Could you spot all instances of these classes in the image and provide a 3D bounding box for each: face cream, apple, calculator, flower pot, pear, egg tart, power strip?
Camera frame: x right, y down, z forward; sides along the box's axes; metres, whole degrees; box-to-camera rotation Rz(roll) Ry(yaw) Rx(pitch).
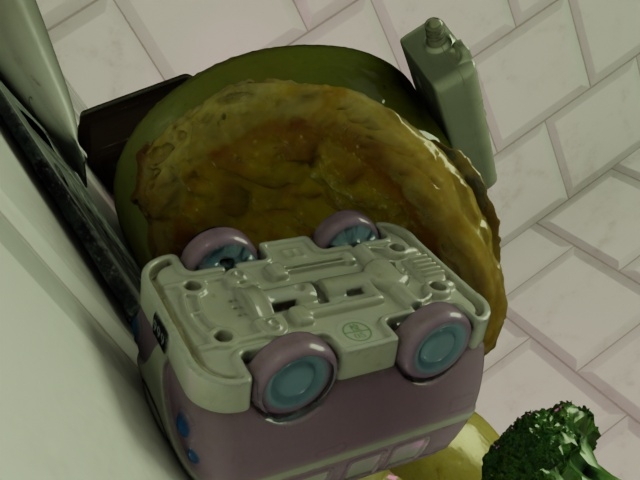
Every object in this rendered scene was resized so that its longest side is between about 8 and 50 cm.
[{"bbox_3d":[-0.319,-0.208,0.783,0.314,0.089,0.143,60,-20,-1],"label":"face cream"},{"bbox_3d":[-0.033,-0.040,0.978,0.474,0.473,0.473,54,-7,10],"label":"apple"},{"bbox_3d":[-0.205,-0.023,0.645,0.262,0.021,0.161,54,-8,13],"label":"calculator"},{"bbox_3d":[-0.255,-0.143,1.166,0.084,0.250,0.179,-96,165,-44],"label":"flower pot"},{"bbox_3d":[0.154,0.384,1.206,0.309,0.309,0.309,54,-7,10],"label":"pear"},{"bbox_3d":[0.004,0.000,0.647,0.341,0.129,0.341,14,-49,17],"label":"egg tart"},{"bbox_3d":[0.169,-0.163,0.949,0.098,0.058,0.338,63,5,30],"label":"power strip"}]

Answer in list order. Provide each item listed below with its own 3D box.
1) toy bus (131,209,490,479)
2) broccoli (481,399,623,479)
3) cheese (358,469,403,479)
[{"bbox_3d":[-0.010,0.077,0.475,0.142,0.202,0.142,50,-41,45],"label":"toy bus"},{"bbox_3d":[0.239,0.379,0.686,0.321,0.309,0.414,88,3,-50],"label":"broccoli"},{"bbox_3d":[0.025,0.279,0.831,0.214,0.117,0.226,54,-11,-20],"label":"cheese"}]
